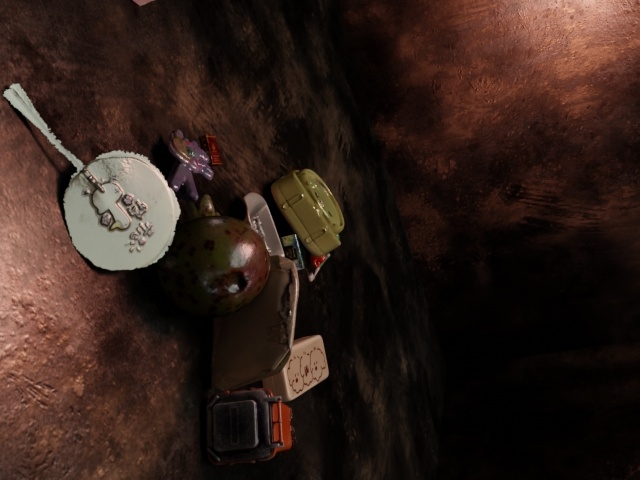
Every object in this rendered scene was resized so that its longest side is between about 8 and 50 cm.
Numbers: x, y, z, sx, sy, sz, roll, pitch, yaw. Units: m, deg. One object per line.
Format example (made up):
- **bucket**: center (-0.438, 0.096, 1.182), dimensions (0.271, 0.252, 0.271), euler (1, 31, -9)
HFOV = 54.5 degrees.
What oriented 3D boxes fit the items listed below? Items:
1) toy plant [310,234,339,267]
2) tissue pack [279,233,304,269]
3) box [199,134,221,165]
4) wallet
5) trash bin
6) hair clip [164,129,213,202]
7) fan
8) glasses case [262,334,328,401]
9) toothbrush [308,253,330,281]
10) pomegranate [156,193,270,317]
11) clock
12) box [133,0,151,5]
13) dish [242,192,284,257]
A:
- **toy plant**: center (-0.004, -0.014, 2.257), dimensions (0.155, 0.088, 0.240), euler (60, 34, -11)
- **tissue pack**: center (-0.104, 0.042, 1.964), dimensions (0.085, 0.079, 0.111), euler (175, -98, -78)
- **box**: center (-0.296, -0.242, 1.676), dimensions (0.051, 0.023, 0.082), euler (-20, 97, -71)
- **wallet**: center (-0.153, 0.178, 1.441), dimensions (0.068, 0.274, 0.335), euler (26, 60, -37)
- **trash bin**: center (-0.143, 0.438, 1.463), dimensions (0.239, 0.184, 0.161), euler (46, 36, -65)
- **hair clip**: center (-0.315, -0.164, 1.456), dimensions (0.137, 0.090, 0.278), euler (33, 41, -30)
- **fan**: center (-0.422, -0.112, 1.153), dimensions (0.415, 0.012, 0.233), euler (52, 55, -31)
- **glasses case**: center (-0.072, 0.373, 1.836), dimensions (0.336, 0.076, 0.144), euler (-3, 81, -70)
- **toothbrush**: center (-0.004, 0.095, 2.284), dimensions (0.024, 0.018, 0.257), euler (67, 22, -11)
- **pomegranate**: center (-0.260, 0.030, 1.377), dimensions (0.306, 0.242, 0.242), euler (42, 1, 30)
- **clock**: center (-0.028, -0.115, 2.097), dimensions (0.286, 0.117, 0.348), euler (56, 16, -10)
- **box**: center (-0.402, -0.752, 1.474), dimensions (0.145, 0.173, 0.333), euler (39, 43, -63)
- **dish**: center (-0.183, -0.020, 1.787), dimensions (0.154, 0.064, 0.234), euler (-52, 128, -65)
